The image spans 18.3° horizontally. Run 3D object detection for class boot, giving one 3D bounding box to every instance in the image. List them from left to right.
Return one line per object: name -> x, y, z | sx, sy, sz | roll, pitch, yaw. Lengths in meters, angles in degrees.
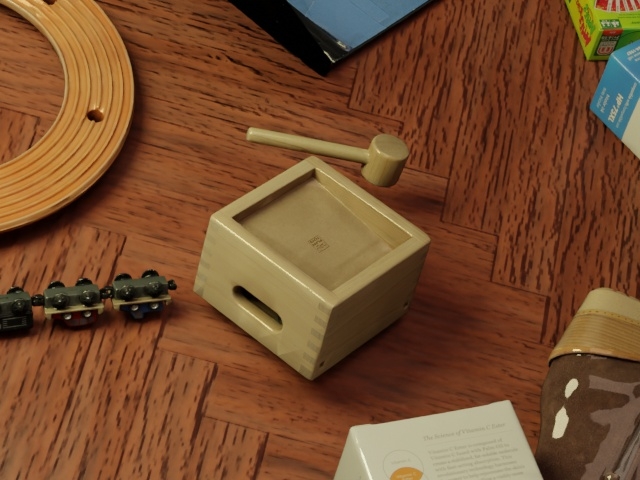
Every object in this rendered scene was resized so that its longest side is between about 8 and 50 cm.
boot -> 0.284, 0.164, 1.537 | 0.248, 0.090, 0.207 | 20, 63, 2

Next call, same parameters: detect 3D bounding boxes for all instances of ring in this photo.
ring -> -0.323, -0.128, 1.649 | 0.337, 0.032, 0.336 | 6, 50, -8

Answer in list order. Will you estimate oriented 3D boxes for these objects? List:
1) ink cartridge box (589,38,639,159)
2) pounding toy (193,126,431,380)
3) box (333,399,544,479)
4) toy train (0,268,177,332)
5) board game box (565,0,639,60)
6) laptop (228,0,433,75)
ink cartridge box -> 0.365, -0.088, 1.739 | 0.134, 0.078, 0.231 | -26, 62, -29
pounding toy -> -0.003, -0.007, 1.591 | 0.181, 0.094, 0.206 | 36, 44, 22
box -> 0.098, 0.217, 1.429 | 0.130, 0.091, 0.170 | -8, 55, -18
toy train -> -0.189, 0.050, 1.533 | 0.158, 0.036, 0.027 | -7, 32, -16
board game box -> 0.327, -0.218, 1.857 | 0.181, 0.043, 0.092 | -3, 53, -15
laptop -> -0.071, -0.359, 1.766 | 0.382, 0.408, 0.236 | 40, 88, 19
